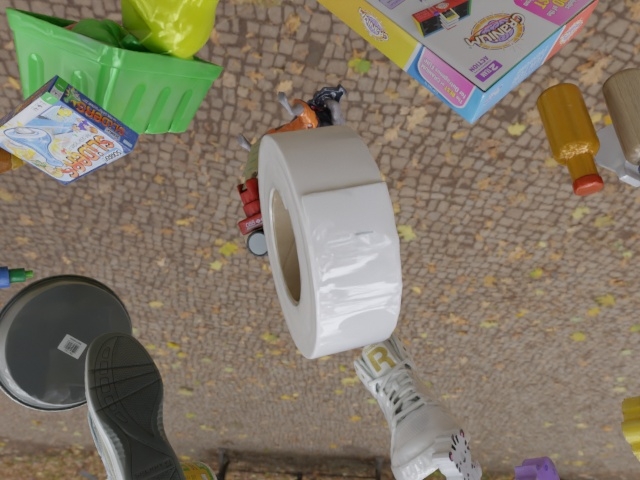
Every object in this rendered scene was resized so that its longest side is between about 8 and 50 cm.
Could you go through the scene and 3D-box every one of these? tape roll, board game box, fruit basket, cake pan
[{"bbox_3d":[0.000,0.000,0.682,0.100,0.286,0.286,-10,147,-14],"label":"tape roll"},{"bbox_3d":[0.178,-0.342,0.760,0.316,0.242,0.064,45,163,17],"label":"board game box"},{"bbox_3d":[-0.343,-0.392,1.021,0.283,0.392,0.392,23,146,13],"label":"fruit basket"},{"bbox_3d":[-0.389,-0.157,0.813,0.201,0.035,0.136,-14,142,38],"label":"board game box"},{"bbox_3d":[-0.534,0.218,1.148,0.293,0.293,0.054,34,156,-34],"label":"cake pan"}]

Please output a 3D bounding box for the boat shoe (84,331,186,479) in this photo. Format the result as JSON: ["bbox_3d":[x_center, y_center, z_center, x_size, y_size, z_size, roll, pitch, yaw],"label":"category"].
[{"bbox_3d":[-0.301,0.300,0.850,0.118,0.320,0.103,-7,151,-45],"label":"boat shoe"}]

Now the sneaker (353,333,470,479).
[{"bbox_3d":[0.101,0.210,0.720,0.108,0.169,0.292,-33,167,-2],"label":"sneaker"}]

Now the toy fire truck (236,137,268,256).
[{"bbox_3d":[-0.078,-0.115,1.138,0.217,0.246,0.158,-23,180,17],"label":"toy fire truck"}]

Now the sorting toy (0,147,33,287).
[{"bbox_3d":[-0.653,-0.065,1.110,0.126,0.365,0.127,-6,157,-31],"label":"sorting toy"}]

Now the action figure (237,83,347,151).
[{"bbox_3d":[-0.056,-0.262,1.477,0.330,0.178,0.341,-3,143,-46],"label":"action figure"}]

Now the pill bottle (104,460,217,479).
[{"bbox_3d":[-0.338,0.535,1.120,0.136,0.136,0.246,-15,156,26],"label":"pill bottle"}]

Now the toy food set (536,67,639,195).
[{"bbox_3d":[0.322,-0.085,0.521,0.232,0.104,0.111,12,151,-36],"label":"toy food set"}]

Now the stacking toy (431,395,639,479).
[{"bbox_3d":[0.133,0.186,0.348,0.167,0.221,0.052,-25,95,34],"label":"stacking toy"}]
